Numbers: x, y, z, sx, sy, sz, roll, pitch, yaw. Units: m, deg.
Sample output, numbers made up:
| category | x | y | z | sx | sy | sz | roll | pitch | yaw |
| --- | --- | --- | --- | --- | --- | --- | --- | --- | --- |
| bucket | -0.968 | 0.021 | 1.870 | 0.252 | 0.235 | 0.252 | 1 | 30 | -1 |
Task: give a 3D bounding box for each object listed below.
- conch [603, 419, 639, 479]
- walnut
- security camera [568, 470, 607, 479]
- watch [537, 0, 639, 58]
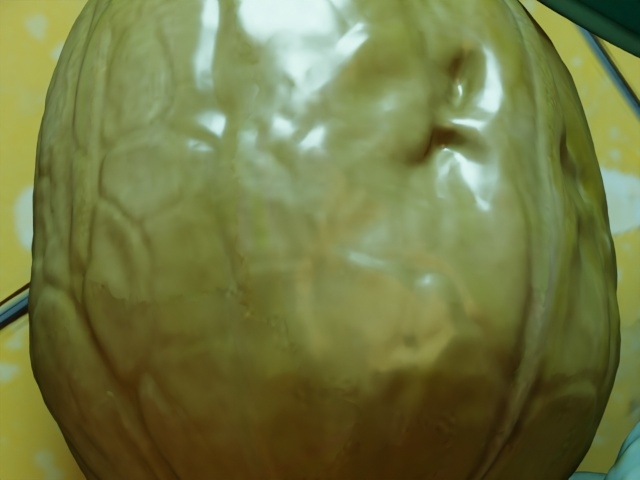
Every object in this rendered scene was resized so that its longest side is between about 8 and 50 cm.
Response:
| category | x | y | z | sx | sy | sz | roll | pitch | yaw |
| --- | --- | --- | --- | --- | --- | --- | --- | --- | --- |
| conch | 0.217 | 0.092 | 0.549 | 0.303 | 0.215 | 0.319 | 24 | 81 | -58 |
| walnut | 0.000 | 0.000 | 0.546 | 0.193 | 0.193 | 0.225 | -2 | 73 | -24 |
| security camera | 0.049 | 0.178 | 0.585 | 0.302 | 0.080 | 0.157 | -15 | 84 | -29 |
| watch | 0.082 | -0.154 | 0.614 | 0.237 | 0.068 | 0.195 | 15 | 39 | -43 |
